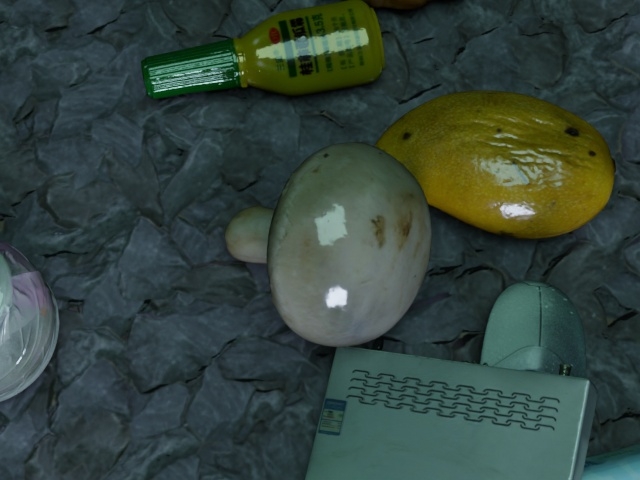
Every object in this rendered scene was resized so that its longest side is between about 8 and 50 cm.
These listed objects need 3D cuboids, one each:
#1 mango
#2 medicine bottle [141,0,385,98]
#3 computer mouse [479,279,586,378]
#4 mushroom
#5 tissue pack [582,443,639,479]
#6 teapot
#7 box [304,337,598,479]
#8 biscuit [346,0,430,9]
[{"bbox_3d":[0.181,-0.082,1.424,0.262,0.109,0.157,6,77,1],"label":"mango"},{"bbox_3d":[-0.063,-0.197,1.469,0.261,0.064,0.094,-11,85,-5],"label":"medicine bottle"},{"bbox_3d":[0.212,0.145,1.379,0.113,0.068,0.228,7,73,1],"label":"computer mouse"},{"bbox_3d":[0.000,0.000,1.362,0.215,0.207,0.207,9,69,36],"label":"mushroom"},{"bbox_3d":[0.352,0.283,1.327,0.263,0.089,0.177,-13,85,-6],"label":"tissue pack"},{"bbox_3d":[-0.345,0.040,1.323,0.163,0.178,0.221,1,72,-3],"label":"teapot"},{"bbox_3d":[0.122,0.206,1.315,0.270,0.045,0.210,4,70,27],"label":"box"},{"bbox_3d":[0.082,-0.416,1.526,0.326,0.107,0.325,1,70,-1],"label":"biscuit"}]
